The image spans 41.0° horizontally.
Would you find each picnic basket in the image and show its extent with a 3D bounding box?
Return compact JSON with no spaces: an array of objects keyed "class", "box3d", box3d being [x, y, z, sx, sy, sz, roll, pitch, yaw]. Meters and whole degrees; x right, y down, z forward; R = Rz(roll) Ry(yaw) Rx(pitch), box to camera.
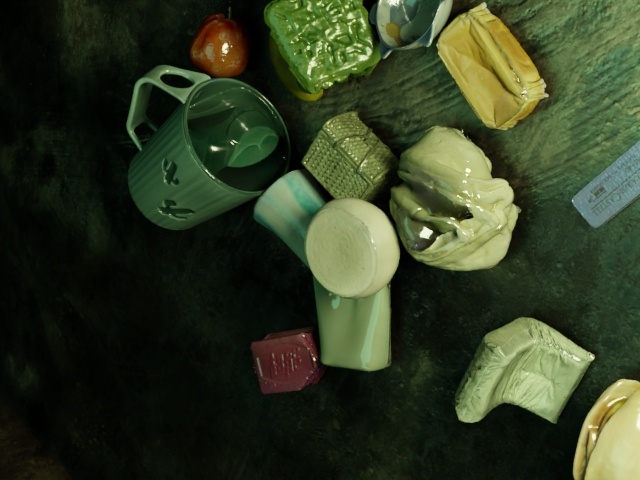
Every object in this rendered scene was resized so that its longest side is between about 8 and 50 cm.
[{"class":"picnic basket","box3d":[0.084,-0.187,2.019,0.196,0.134,0.154,49,133,18]}]

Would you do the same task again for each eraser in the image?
[{"class":"eraser","box3d":[0.596,-0.119,1.667,0.082,0.036,0.225,56,131,15]}]

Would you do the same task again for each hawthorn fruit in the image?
[{"class":"hawthorn fruit","box3d":[-0.248,-0.515,2.188,0.157,0.157,0.194,30,113,30]}]

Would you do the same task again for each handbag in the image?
[{"class":"handbag","box3d":[0.076,0.168,2.160,0.241,0.109,0.315,2,101,39]}]

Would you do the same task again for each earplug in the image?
[{"class":"earplug","box3d":[0.000,0.000,2.108,0.324,0.185,0.185,50,129,19]}]

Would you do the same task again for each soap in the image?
[{"class":"soap","box3d":[-0.068,0.323,2.338,0.250,0.099,0.162,-17,85,42]}]

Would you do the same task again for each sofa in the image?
[{"class":"sofa","box3d":[0.424,0.298,1.820,0.176,0.225,0.210,39,123,30]}]

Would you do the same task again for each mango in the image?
[{"class":"mango","box3d":[-0.056,-0.447,2.086,0.136,0.099,0.227,-5,109,34]}]

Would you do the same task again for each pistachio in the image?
[{"class":"pistachio","box3d":[0.627,0.440,1.726,0.193,0.214,0.318,-130,43,-74]}]

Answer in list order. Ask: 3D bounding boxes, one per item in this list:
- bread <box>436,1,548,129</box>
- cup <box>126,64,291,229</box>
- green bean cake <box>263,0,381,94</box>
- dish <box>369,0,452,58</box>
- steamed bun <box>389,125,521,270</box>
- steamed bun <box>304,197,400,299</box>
[{"class":"bread","box3d":[0.350,-0.354,1.756,0.136,0.107,0.241,-41,76,43]},{"class":"cup","box3d":[-0.315,-0.248,2.234,0.392,0.310,0.401,-26,80,47]},{"class":"green bean cake","box3d":[0.009,-0.467,1.955,0.222,0.125,0.248,-25,100,5]},{"class":"dish","box3d":[0.211,-0.483,1.826,0.236,0.086,0.228,36,112,50]},{"class":"steamed bun","box3d":[0.268,-0.075,1.851,0.275,0.206,0.320,-46,69,41]},{"class":"steamed bun","box3d":[0.083,0.013,1.933,0.232,0.145,0.231,12,109,39]}]
